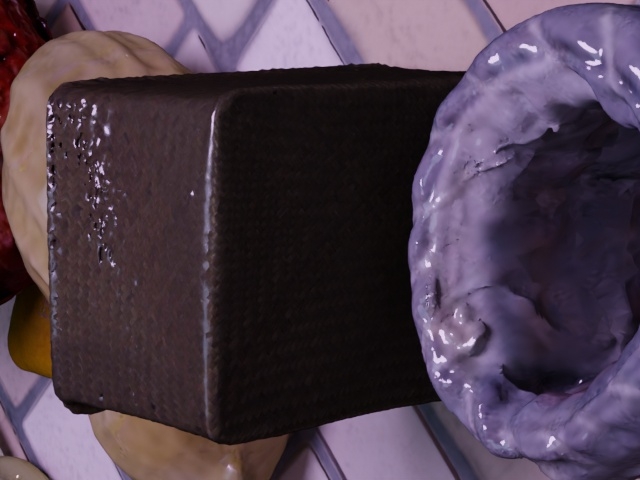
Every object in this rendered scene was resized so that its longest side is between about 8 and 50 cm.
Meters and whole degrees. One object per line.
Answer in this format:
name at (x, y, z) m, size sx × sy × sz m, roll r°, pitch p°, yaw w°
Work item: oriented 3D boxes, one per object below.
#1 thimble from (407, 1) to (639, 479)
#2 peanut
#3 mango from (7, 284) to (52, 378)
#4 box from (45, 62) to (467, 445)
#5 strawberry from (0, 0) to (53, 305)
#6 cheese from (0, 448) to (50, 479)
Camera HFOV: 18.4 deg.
thimble at (0.167, 0.001, 0.965) m, size 0.205 × 0.172 × 0.236 m, roll 25°, pitch 110°, yaw 48°
peanut at (-0.110, 0.021, 1.296) m, size 0.174 × 0.158 × 0.340 m, roll -32°, pitch 72°, yaw 24°
mango at (-0.191, 0.056, 1.468) m, size 0.187 × 0.066 × 0.101 m, roll -27°, pitch 73°, yaw 55°
box at (-0.002, 0.000, 1.079) m, size 0.143 × 0.273 × 0.184 m, roll 9°, pitch 102°, yaw 45°
strawberry at (-0.278, -0.052, 1.421) m, size 0.220 × 0.274 × 0.274 m, roll 35°, pitch 122°, yaw 17°
cheese at (-0.254, 0.199, 1.561) m, size 0.127 × 0.050 × 0.255 m, roll -53°, pitch 56°, yaw 39°
